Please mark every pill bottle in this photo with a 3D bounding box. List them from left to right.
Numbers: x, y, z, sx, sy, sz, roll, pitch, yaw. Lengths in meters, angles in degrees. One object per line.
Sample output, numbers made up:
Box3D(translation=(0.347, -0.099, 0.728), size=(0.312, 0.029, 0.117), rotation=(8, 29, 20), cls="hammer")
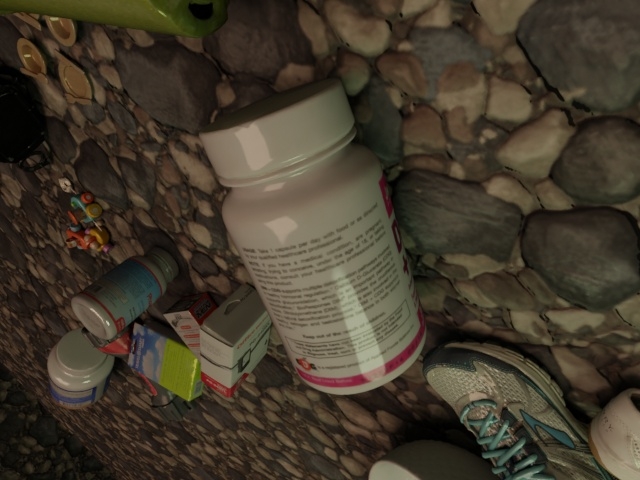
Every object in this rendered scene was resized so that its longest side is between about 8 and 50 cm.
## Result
Box3D(translation=(-0.629, 0.332, 1.125), size=(0.152, 0.152, 0.272), rotation=(40, 135, 2), cls="pill bottle")
Box3D(translation=(-0.317, 0.081, 0.712), size=(0.087, 0.160, 0.087), rotation=(19, 131, 23), cls="pill bottle")
Box3D(translation=(0.000, 0.000, 0.434), size=(0.160, 0.160, 0.283), rotation=(-1, 122, 35), cls="pill bottle")

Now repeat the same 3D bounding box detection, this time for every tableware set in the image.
Box3D(translation=(-0.374, -0.272, 0.583), size=(0.141, 0.020, 0.169), rotation=(28, 134, 13), cls="tableware set")

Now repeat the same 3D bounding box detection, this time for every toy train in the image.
Box3D(translation=(-0.459, -0.029, 0.807), size=(0.125, 0.046, 0.166), rotation=(26, 134, 16), cls="toy train")

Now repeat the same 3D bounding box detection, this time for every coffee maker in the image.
Box3D(translation=(-0.557, -0.209, 0.686), size=(0.178, 0.120, 0.171), rotation=(34, 136, 9), cls="coffee maker")

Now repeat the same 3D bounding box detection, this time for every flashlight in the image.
Box3D(translation=(-0.412, 0.291, 0.984), size=(0.103, 0.103, 0.304), rotation=(18, 138, 59), cls="flashlight")

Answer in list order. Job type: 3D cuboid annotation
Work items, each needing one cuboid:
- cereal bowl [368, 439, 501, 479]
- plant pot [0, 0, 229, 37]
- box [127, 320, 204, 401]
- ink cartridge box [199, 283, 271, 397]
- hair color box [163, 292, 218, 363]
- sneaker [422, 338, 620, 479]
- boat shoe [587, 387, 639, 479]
Box3D(translation=(0.221, 0.428, 0.581), size=(0.339, 0.141, 0.339), rotation=(41, 141, 44), cls="cereal bowl")
Box3D(translation=(-0.188, -0.276, 0.308), size=(0.253, 0.276, 0.276), rotation=(19, 132, 6), cls="plant pot")
Box3D(translation=(-0.317, 0.244, 0.889), size=(0.178, 0.042, 0.109), rotation=(18, 100, 24), cls="box")
Box3D(translation=(-0.134, 0.161, 0.683), size=(0.063, 0.109, 0.150), rotation=(28, 134, 15), cls="ink cartridge box")
Box3D(translation=(-0.202, 0.180, 0.787), size=(0.093, 0.053, 0.167), rotation=(-14, 115, 42), cls="hair color box")
Box3D(translation=(0.232, 0.224, 0.472), size=(0.283, 0.122, 0.110), rotation=(36, 135, 6), cls="sneaker")
Box3D(translation=(0.400, 0.218, 0.370), size=(0.277, 0.098, 0.096), rotation=(19, 132, 23), cls="boat shoe")
